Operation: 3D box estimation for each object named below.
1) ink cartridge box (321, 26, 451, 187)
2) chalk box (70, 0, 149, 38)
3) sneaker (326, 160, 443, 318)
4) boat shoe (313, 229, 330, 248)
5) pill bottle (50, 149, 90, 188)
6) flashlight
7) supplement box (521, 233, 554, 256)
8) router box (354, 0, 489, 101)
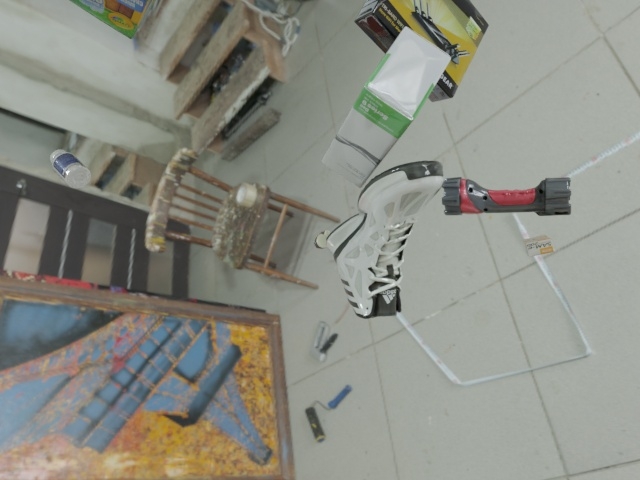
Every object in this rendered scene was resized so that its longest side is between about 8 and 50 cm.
[{"bbox_3d":[0.134,-0.279,1.157,0.211,0.121,0.289,-59,3,-28],"label":"ink cartridge box"},{"bbox_3d":[-0.448,-0.599,1.170,0.289,0.180,0.179,-33,36,51],"label":"chalk box"},{"bbox_3d":[0.168,0.026,1.179,0.447,0.169,0.257,128,130,-57],"label":"sneaker"},{"bbox_3d":[0.000,0.000,1.740,0.043,0.049,0.137,-23,10,20],"label":"boat shoe"},{"bbox_3d":[-0.678,-0.196,1.419,0.120,0.067,0.067,38,107,29],"label":"pill bottle"},{"bbox_3d":[0.468,-0.117,1.336,0.304,0.103,0.103,-2,74,24],"label":"flashlight"},{"bbox_3d":[0.550,0.012,1.336,0.062,0.098,0.036,-14,93,16],"label":"supplement box"},{"bbox_3d":[0.260,-0.539,1.309,0.081,0.309,0.243,7,66,58],"label":"router box"}]
